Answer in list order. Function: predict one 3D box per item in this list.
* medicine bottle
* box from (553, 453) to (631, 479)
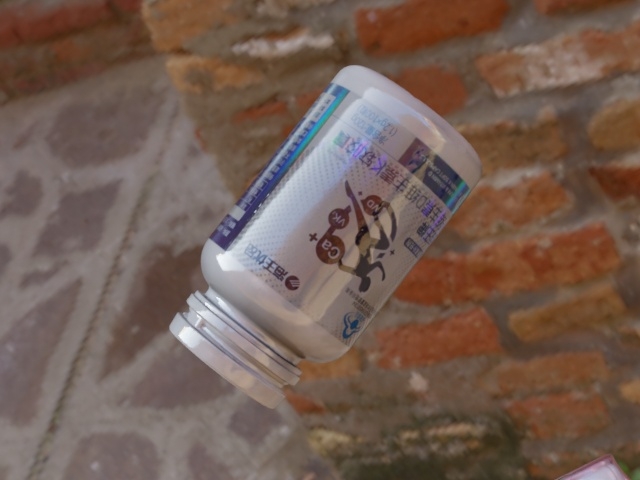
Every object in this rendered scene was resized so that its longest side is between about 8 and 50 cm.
[{"bbox_3d":[0.000,0.000,0.828,0.191,0.107,0.107,-52,37,-2],"label":"medicine bottle"},{"bbox_3d":[0.222,0.318,0.863,0.112,0.190,0.370,-28,76,9],"label":"box"}]
